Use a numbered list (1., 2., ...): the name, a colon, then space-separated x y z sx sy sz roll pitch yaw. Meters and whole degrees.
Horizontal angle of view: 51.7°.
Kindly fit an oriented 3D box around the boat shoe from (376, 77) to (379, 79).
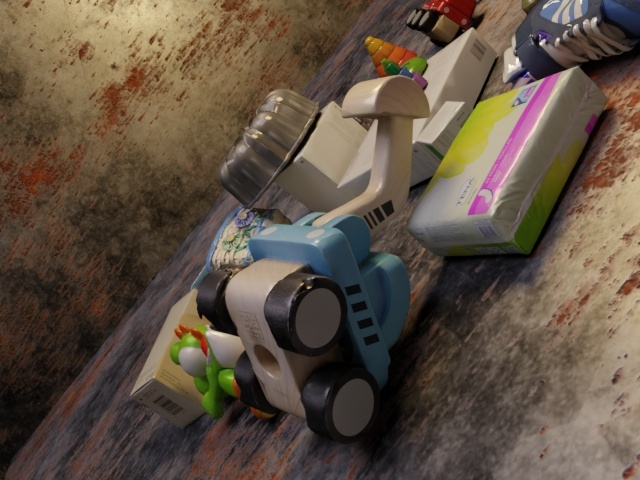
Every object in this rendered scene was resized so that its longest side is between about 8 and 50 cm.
1. boat shoe: 0.152 -0.439 2.000 0.227 0.079 0.081 -35 28 48

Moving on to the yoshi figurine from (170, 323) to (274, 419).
1. yoshi figurine: -0.175 0.268 1.377 0.362 0.204 0.202 0 93 50

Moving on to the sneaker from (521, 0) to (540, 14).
1. sneaker: 0.475 -0.601 1.523 0.064 0.086 0.192 -33 26 44

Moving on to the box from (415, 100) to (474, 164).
1. box: 0.257 -0.193 1.244 0.102 0.101 0.087 -51 18 3

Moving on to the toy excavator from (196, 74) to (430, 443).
1. toy excavator: 0.040 0.011 1.020 0.445 0.432 0.222 -34 24 -36

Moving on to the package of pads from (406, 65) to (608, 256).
1. package of pads: 0.281 -0.114 1.036 0.296 0.101 0.229 -57 19 -18

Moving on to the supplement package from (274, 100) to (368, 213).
1. supplement package: 0.026 -0.190 1.642 0.149 0.194 0.203 -30 27 52

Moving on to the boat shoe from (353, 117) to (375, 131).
1. boat shoe: 0.099 -0.277 1.802 0.117 0.123 0.324 -23 -12 -38

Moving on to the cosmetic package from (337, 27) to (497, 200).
1. cosmetic package: 0.217 -0.270 1.492 0.284 0.097 0.377 -22 34 54

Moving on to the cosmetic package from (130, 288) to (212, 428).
1. cosmetic package: -0.330 0.288 1.644 0.113 0.160 0.309 -38 23 33

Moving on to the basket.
1. basket: -0.199 0.031 1.747 0.289 0.201 0.254 -17 39 44

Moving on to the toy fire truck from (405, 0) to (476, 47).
1. toy fire truck: 0.380 -0.651 1.800 0.246 0.159 0.217 -58 16 14

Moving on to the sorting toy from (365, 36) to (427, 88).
1. sorting toy: 0.165 -0.425 1.579 0.127 0.126 0.365 -46 16 17

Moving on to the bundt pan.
1. bundt pan: -0.145 -0.245 1.669 0.330 0.124 0.331 -52 12 16

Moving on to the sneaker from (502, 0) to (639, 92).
1. sneaker: 0.417 -0.310 1.082 0.236 0.130 0.322 -57 21 16
